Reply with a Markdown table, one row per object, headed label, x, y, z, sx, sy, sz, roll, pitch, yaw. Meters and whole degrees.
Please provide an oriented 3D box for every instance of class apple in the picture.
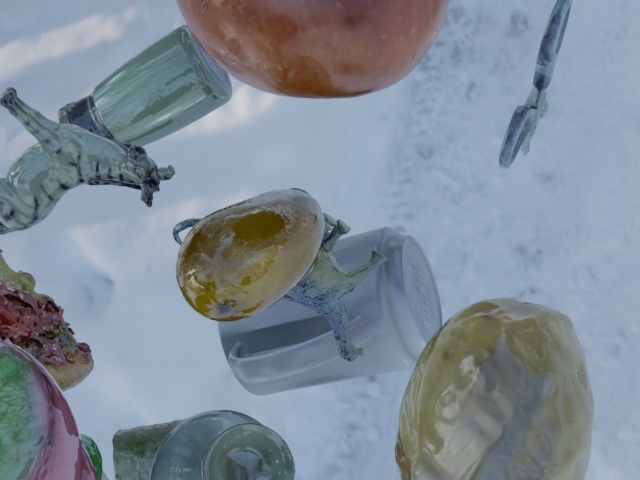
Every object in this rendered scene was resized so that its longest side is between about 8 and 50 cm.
| label | x | y | z | sx | sy | sz | roll | pitch | yaw |
| --- | --- | --- | --- | --- | --- | --- | --- | --- | --- |
| apple | -0.008 | -0.254 | 0.916 | 0.272 | 0.206 | 0.251 | 0 | 48 | 13 |

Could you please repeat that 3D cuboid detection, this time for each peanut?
| label | x | y | z | sx | sy | sz | roll | pitch | yaw |
| --- | --- | --- | --- | --- | --- | --- | --- | --- | --- |
| peanut | 0.113 | 0.114 | 0.616 | 0.140 | 0.109 | 0.159 | 34 | 101 | 45 |

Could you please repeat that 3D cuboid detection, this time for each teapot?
| label | x | y | z | sx | sy | sz | roll | pitch | yaw |
| --- | --- | --- | --- | --- | --- | --- | --- | --- | --- |
| teapot | -0.114 | 0.293 | 1.196 | 0.183 | 0.251 | 0.183 | 5 | 71 | -15 |

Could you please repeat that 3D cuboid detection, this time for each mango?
| label | x | y | z | sx | sy | sz | roll | pitch | yaw |
| --- | --- | --- | --- | --- | --- | --- | --- | --- | --- |
| mango | -0.063 | 0.003 | 0.974 | 0.136 | 0.099 | 0.227 | -9 | 18 | 25 |

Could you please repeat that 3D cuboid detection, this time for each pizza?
| label | x | y | z | sx | sy | sz | roll | pitch | yaw |
| --- | --- | --- | --- | --- | --- | --- | --- | --- | --- |
| pizza | -0.627 | 0.123 | 1.878 | 0.130 | 0.440 | 0.406 | -32 | 76 | 14 |

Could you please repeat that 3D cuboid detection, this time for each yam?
| label | x | y | z | sx | sy | sz | roll | pitch | yaw |
| --- | --- | --- | --- | --- | --- | --- | --- | --- | --- |
| yam | -0.287 | 0.475 | 2.024 | 0.300 | 0.195 | 0.195 | -12 | 60 | 13 |

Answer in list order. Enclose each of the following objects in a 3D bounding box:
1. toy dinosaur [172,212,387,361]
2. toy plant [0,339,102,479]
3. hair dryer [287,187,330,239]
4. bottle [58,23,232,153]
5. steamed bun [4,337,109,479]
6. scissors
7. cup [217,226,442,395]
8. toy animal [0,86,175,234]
| label | x | y | z | sx | sy | sz | roll | pitch | yaw |
| --- | --- | --- | --- | --- | --- | --- | --- | --- | --- |
| toy dinosaur | -0.017 | 0.033 | 1.200 | 0.147 | 0.363 | 0.076 | -49 | 40 | 3 |
| toy plant | -0.270 | 0.223 | 0.793 | 0.210 | 0.356 | 0.317 | 12 | 49 | 12 |
| hair dryer | 0.000 | 0.000 | 1.851 | 0.071 | 0.219 | 0.124 | -44 | 18 | 31 |
| bottle | -0.347 | -0.259 | 1.826 | 0.347 | 0.168 | 0.168 | -29 | 55 | 14 |
| steamed bun | -0.438 | 0.335 | 1.314 | 0.241 | 0.374 | 0.374 | -32 | 49 | -19 |
| scissors | 0.330 | -0.210 | 1.458 | 0.029 | 0.383 | 0.256 | 21 | 91 | 14 |
| cup | 0.009 | 0.132 | 1.576 | 0.327 | 0.323 | 0.237 | -13 | 104 | 22 |
| toy animal | -0.275 | -0.066 | 0.968 | 0.217 | 0.176 | 0.073 | -37 | 23 | 22 |
